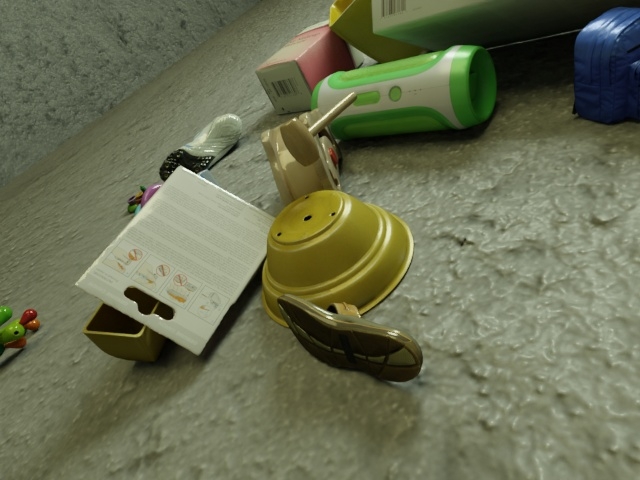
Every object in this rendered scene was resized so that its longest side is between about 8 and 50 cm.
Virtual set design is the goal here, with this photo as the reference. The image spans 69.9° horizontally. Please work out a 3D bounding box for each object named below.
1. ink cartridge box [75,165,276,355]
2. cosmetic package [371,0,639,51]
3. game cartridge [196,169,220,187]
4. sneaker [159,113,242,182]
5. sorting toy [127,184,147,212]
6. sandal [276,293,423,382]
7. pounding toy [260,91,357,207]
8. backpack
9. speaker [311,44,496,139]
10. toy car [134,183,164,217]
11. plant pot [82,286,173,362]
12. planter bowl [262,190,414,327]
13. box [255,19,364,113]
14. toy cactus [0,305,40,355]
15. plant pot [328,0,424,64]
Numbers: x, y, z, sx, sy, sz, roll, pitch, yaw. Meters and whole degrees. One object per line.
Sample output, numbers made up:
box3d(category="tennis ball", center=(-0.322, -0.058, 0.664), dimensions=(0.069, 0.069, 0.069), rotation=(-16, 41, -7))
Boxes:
box3d(category="ink cartridge box", center=(-0.180, 0.023, 0.631), dimensions=(0.224, 0.181, 0.056), rotation=(-60, 0, -29))
box3d(category="cosmetic package", center=(0.317, -0.395, 0.735), dimensions=(0.378, 0.097, 0.285), rotation=(6, 11, 42))
box3d(category="game cartridge", center=(-0.246, -0.106, 0.941), dimensions=(0.017, 0.056, 0.083), rotation=(-7, 40, 42))
box3d(category="sneaker", center=(-0.283, -0.214, 1.104), dimensions=(0.237, 0.085, 0.086), rotation=(-43, 9, -12))
box3d(category="sorting toy", center=(-0.429, -0.100, 1.084), dimensions=(0.102, 0.042, 0.061), rotation=(3, 45, 40))
box3d(category="sandal", center=(0.029, 0.091, 0.466), dimensions=(0.180, 0.072, 0.049), rotation=(7, 33, 41))
box3d(category="pounding toy", center=(0.012, -0.126, 0.707), dimensions=(0.155, 0.154, 0.269), rotation=(-21, 15, 14))
box3d(category="backpack", center=(0.374, -0.217, 0.556), dimensions=(0.098, 0.120, 0.101), rotation=(-35, 34, -9))
box3d(category="speaker", center=(0.128, -0.238, 0.768), dimensions=(0.297, 0.131, 0.131), rotation=(5, 47, 41))
box3d(category="toy car", center=(-0.237, -0.034, 0.765), dimensions=(0.182, 0.136, 0.159), rotation=(-3, 42, 35))
box3d(category="plant pot", center=(-0.244, 0.118, 0.611), dimensions=(0.081, 0.083, 0.081), rotation=(2, 42, 12))
box3d(category="planter bowl", center=(0.000, 0.000, 0.583), dimensions=(0.217, 0.090, 0.217), rotation=(-21, 34, 15))
box3d(category="box", center=(-0.022, -0.436, 1.142), dimensions=(0.149, 0.126, 0.232), rotation=(5, 47, 42))
box3d(category="toy cactus", center=(-0.607, 0.189, 0.803), dimensions=(0.219, 0.112, 0.180), rotation=(-3, 51, 22))
box3d(category="plant pot", center=(0.158, -0.504, 1.007), dimensions=(0.212, 0.187, 0.212), rotation=(-38, 27, 27))
